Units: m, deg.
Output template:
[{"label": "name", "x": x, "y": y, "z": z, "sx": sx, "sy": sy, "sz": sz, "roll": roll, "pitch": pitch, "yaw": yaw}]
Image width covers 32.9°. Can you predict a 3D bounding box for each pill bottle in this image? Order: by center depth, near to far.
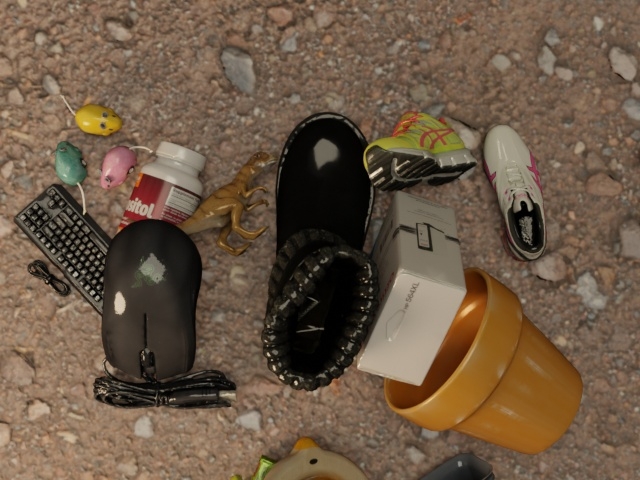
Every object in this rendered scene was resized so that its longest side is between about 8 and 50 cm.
[{"label": "pill bottle", "x": -0.202, "y": -0.046, "z": 1.391, "sx": 0.086, "sy": 0.086, "sz": 0.152, "roll": 20, "pitch": 85, "yaw": -1}]

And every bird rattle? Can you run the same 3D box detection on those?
[{"label": "bird rattle", "x": -0.009, "y": 0.360, "z": 1.317, "sx": 0.253, "sy": 0.143, "sz": 0.207, "roll": 38, "pitch": 70, "yaw": -3}]

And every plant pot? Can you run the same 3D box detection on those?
[{"label": "plant pot", "x": 0.215, "y": 0.168, "z": 1.355, "sx": 0.188, "sy": 0.205, "sz": 0.205, "roll": 33, "pitch": 86, "yaw": -17}]

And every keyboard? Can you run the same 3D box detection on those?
[{"label": "keyboard", "x": -0.324, "y": 0.023, "z": 1.414, "sx": 0.108, "sy": 0.023, "sz": 0.180, "roll": -43, "pitch": 89, "yaw": -4}]

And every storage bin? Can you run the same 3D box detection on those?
[{"label": "storage bin", "x": 0.164, "y": 0.349, "z": 1.384, "sx": 0.135, "sy": 0.098, "sz": 0.091, "roll": -29, "pitch": 107, "yaw": -18}]

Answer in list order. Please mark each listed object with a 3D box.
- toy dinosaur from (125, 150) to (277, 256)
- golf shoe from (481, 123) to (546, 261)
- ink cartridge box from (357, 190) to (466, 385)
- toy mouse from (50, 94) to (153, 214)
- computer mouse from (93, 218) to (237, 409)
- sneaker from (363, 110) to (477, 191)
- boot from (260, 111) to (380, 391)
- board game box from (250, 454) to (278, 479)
[{"label": "toy dinosaur", "x": -0.132, "y": -0.032, "z": 1.369, "sx": 0.211, "sy": 0.064, "sz": 0.112, "roll": -38, "pitch": 85, "yaw": -26}, {"label": "golf shoe", "x": 0.261, "y": -0.065, "z": 1.414, "sx": 0.067, "sy": 0.086, "sz": 0.186, "roll": -14, "pitch": 86, "yaw": -2}, {"label": "ink cartridge box", "x": 0.107, "y": 0.055, "z": 1.317, "sx": 0.086, "sy": 0.203, "sz": 0.148, "roll": 17, "pitch": 119, "yaw": -7}, {"label": "toy mouse", "x": -0.296, "y": -0.104, "z": 1.398, "sx": 0.161, "sy": 0.031, "sz": 0.143, "roll": 17, "pitch": 93, "yaw": 19}, {"label": "computer mouse", "x": -0.201, "y": 0.107, "z": 1.331, "sx": 0.189, "sy": 0.072, "sz": 0.272, "roll": 1, "pitch": 116, "yaw": 1}, {"label": "sneaker", "x": 0.113, "y": -0.120, "z": 1.376, "sx": 0.081, "sy": 0.208, "sz": 0.094, "roll": -31, "pitch": 75, "yaw": 32}, {"label": "boot", "x": 0.004, "y": 0.001, "z": 1.309, "sx": 0.131, "sy": 0.260, "sz": 0.348, "roll": 5, "pitch": 87, "yaw": -2}, {"label": "board game box", "x": -0.011, "y": 0.356, "z": 1.398, "sx": 0.181, "sy": 0.043, "sz": 0.092, "roll": 24, "pitch": 87, "yaw": -1}]
